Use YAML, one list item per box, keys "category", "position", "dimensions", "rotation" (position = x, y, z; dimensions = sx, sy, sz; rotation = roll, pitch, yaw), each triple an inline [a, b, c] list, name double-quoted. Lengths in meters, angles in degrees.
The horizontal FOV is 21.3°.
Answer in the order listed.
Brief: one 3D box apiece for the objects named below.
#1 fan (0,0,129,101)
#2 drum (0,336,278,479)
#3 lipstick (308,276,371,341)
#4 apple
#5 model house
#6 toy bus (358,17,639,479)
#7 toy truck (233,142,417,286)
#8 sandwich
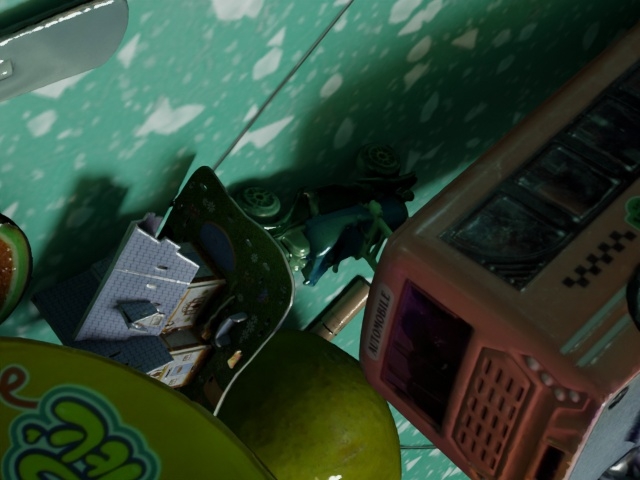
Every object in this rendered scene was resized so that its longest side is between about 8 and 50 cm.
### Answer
- category: "fan"
  position: [-0.210, -0.058, 0.809]
  dimensions: [0.282, 0.023, 0.057]
  rotation: [-27, 160, -29]
- category: "drum"
  position: [-0.185, 0.276, 0.907]
  dimensions: [0.431, 0.431, 0.214]
  rotation: [-32, 153, -20]
- category: "lipstick"
  position: [0.006, 0.067, 1.319]
  dimensions: [0.094, 0.019, 0.019]
  rotation: [-47, 155, 10]
- category: "apple"
  position: [-0.029, 0.161, 1.243]
  dimensions: [0.196, 0.157, 0.196]
  rotation: [-27, 135, -31]
- category: "model house"
  position: [-0.105, 0.048, 1.023]
  dimensions: [0.088, 0.117, 0.167]
  rotation: [-7, 141, -45]
- category: "toy bus"
  position: [0.232, -0.010, 1.190]
  dimensions: [0.427, 0.233, 0.203]
  rotation: [-40, 158, -31]
- category: "toy truck"
  position: [0.001, 0.000, 1.137]
  dimensions: [0.154, 0.078, 0.080]
  rotation: [-20, 146, -38]
- category: "sandwich"
  position: [-0.195, 0.020, 0.950]
  dimensions: [0.069, 0.026, 0.101]
  rotation: [-28, 149, -19]
